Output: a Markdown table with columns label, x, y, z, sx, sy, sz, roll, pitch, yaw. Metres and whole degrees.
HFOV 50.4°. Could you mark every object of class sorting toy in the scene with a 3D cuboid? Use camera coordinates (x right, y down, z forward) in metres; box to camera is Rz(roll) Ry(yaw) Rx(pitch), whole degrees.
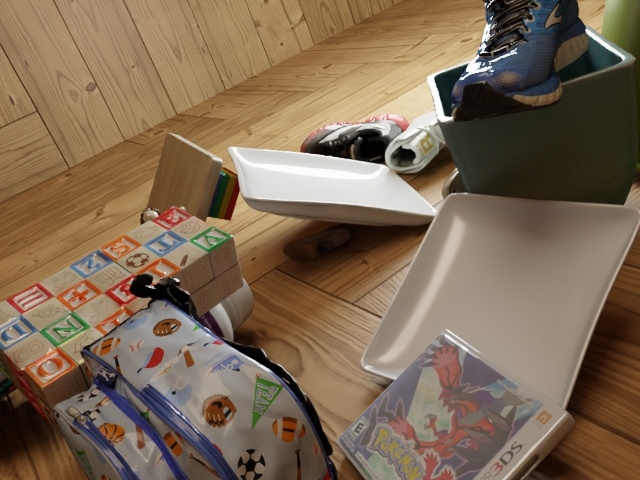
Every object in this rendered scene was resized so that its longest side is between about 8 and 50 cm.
| label | x | y | z | sx | sy | sz | roll | pitch | yaw |
| --- | --- | --- | --- | --- | --- | --- | --- | --- | --- |
| sorting toy | -0.267 | -0.066 | 1.400 | 0.089 | 0.257 | 0.255 | 11 | 12 | -35 |

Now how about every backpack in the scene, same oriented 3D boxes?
| label | x | y | z | sx | sy | sz | roll | pitch | yaw |
| --- | --- | --- | --- | --- | --- | --- | --- | --- | --- |
| backpack | -0.115 | 0.205 | 0.677 | 0.263 | 0.276 | 0.213 | 11 | 45 | 40 |

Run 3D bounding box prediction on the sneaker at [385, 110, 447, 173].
| label | x | y | z | sx | sy | sz | roll | pitch | yaw |
| --- | --- | --- | --- | --- | --- | --- | --- | --- | --- |
| sneaker | 0.255 | -0.218 | 1.363 | 0.169 | 0.108 | 0.292 | -46 | 12 | -37 |

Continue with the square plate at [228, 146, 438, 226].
| label | x | y | z | sx | sy | sz | roll | pitch | yaw |
| --- | --- | --- | --- | --- | --- | --- | --- | --- | --- |
| square plate | 0.007 | -0.100 | 1.282 | 0.347 | 0.049 | 0.344 | 5 | 19 | -14 |

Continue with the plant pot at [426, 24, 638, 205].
| label | x | y | z | sx | sy | sz | roll | pitch | yaw |
| --- | --- | --- | --- | --- | --- | --- | --- | --- | --- |
| plant pot | 0.316 | -0.134 | 0.994 | 0.248 | 0.252 | 0.247 | -17 | 25 | 13 |

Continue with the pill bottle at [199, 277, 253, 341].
| label | x | y | z | sx | sy | sz | roll | pitch | yaw |
| --- | --- | --- | --- | --- | --- | --- | --- | --- | --- |
| pill bottle | -0.231 | 0.154 | 0.965 | 0.169 | 0.169 | 0.301 | -1 | 32 | 39 |

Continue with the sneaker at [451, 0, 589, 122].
| label | x | y | z | sx | sy | sz | roll | pitch | yaw |
| --- | --- | --- | --- | --- | --- | --- | --- | --- | --- |
| sneaker | 0.231 | -0.250 | 0.823 | 0.130 | 0.147 | 0.330 | -4 | 31 | 35 |

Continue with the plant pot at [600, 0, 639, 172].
| label | x | y | z | sx | sy | sz | roll | pitch | yaw |
| --- | --- | --- | --- | --- | --- | --- | --- | --- | --- |
| plant pot | 0.580 | -0.336 | 1.004 | 0.366 | 0.353 | 0.366 | -14 | 35 | 10 |

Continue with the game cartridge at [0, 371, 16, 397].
| label | x | y | z | sx | sy | sz | roll | pitch | yaw |
| --- | --- | --- | --- | --- | --- | --- | --- | --- | --- |
| game cartridge | -0.462 | 0.191 | 1.051 | 0.355 | 0.068 | 0.230 | -34 | 8 | 14 |

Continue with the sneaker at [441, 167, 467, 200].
| label | x | y | z | sx | sy | sz | roll | pitch | yaw |
| --- | --- | --- | --- | --- | --- | --- | --- | --- | --- |
| sneaker | 0.268 | -0.109 | 1.235 | 0.188 | 0.066 | 0.071 | -34 | 10 | -36 |

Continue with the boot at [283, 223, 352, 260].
| label | x | y | z | sx | sy | sz | roll | pitch | yaw |
| --- | --- | --- | --- | --- | --- | --- | --- | --- | --- |
| boot | 0.000 | 0.000 | 1.250 | 0.118 | 0.042 | 0.087 | -2 | 25 | 36 |

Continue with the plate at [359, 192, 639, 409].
| label | x | y | z | sx | sy | sz | roll | pitch | yaw |
| --- | --- | --- | --- | --- | --- | --- | --- | --- | --- |
| plate | 0.211 | 0.073 | 0.812 | 0.277 | 0.045 | 0.278 | 10 | 65 | 50 |

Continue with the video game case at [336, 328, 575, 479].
| label | x | y | z | sx | sy | sz | roll | pitch | yaw |
| --- | --- | --- | --- | --- | --- | --- | --- | --- | --- |
| video game case | 0.125 | 0.197 | 0.693 | 0.183 | 0.023 | 0.201 | -44 | 28 | -6 |

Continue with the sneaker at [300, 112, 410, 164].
| label | x | y | z | sx | sy | sz | roll | pitch | yaw |
| --- | --- | --- | --- | --- | --- | --- | --- | --- | --- |
| sneaker | 0.065 | -0.216 | 1.558 | 0.276 | 0.097 | 0.135 | -7 | 26 | 26 |

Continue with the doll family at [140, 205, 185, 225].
| label | x | y | z | sx | sy | sz | roll | pitch | yaw |
| --- | --- | --- | --- | --- | --- | --- | --- | --- | --- |
| doll family | -0.306 | 0.061 | 1.228 | 0.163 | 0.118 | 0.263 | 27 | 81 | 17 |

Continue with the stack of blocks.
| label | x | y | z | sx | sy | sz | roll | pitch | yaw |
| --- | --- | --- | --- | --- | --- | --- | --- | --- | --- |
| stack of blocks | -0.238 | 0.085 | 0.842 | 0.171 | 0.087 | 0.297 | 26 | 46 | 36 |
